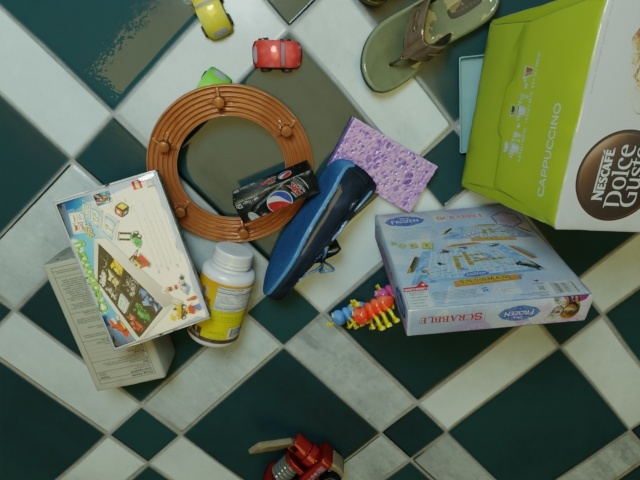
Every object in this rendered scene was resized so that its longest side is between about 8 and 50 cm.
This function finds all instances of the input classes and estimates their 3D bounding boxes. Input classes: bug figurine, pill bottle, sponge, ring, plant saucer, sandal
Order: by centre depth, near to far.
[{"bbox_3d":[0.204,-0.401,0.864,0.302,0.086,0.120,-35,107,8],"label":"sandal"},{"bbox_3d":[-0.180,-0.142,0.928,0.336,0.032,0.337,-4,119,-8],"label":"ring"},{"bbox_3d":[0.320,-0.282,0.950,0.067,0.018,0.192,-7,108,-1],"label":"plant saucer"},{"bbox_3d":[0.131,-0.159,0.972,0.210,0.031,0.117,27,105,-12],"label":"sponge"},{"bbox_3d":[0.128,0.134,0.982,0.216,0.279,0.072,-23,84,-15],"label":"bug figurine"},{"bbox_3d":[-0.213,0.116,0.997,0.117,0.117,0.215,16,107,-9],"label":"pill bottle"}]

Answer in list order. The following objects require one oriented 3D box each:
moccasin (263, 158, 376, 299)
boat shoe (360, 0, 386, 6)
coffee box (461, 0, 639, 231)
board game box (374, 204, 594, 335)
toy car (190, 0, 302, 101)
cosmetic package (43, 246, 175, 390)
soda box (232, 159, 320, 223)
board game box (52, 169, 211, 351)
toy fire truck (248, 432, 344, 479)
[{"bbox_3d":[0.000,0.000,0.956,0.116,0.138,0.342,25,114,-27],"label":"moccasin"},{"bbox_3d":[0.173,-0.559,0.798,0.110,0.104,0.308,27,105,-12],"label":"boat shoe"},{"bbox_3d":[0.495,-0.218,0.806,0.333,0.338,0.338,2,108,-8],"label":"coffee box"},{"bbox_3d":[0.289,0.041,0.899,0.318,0.318,0.066,-4,124,-2],"label":"board game box"},{"bbox_3d":[-0.181,-0.337,0.878,0.238,0.053,0.225,31,104,-13],"label":"toy car"},{"bbox_3d":[-0.448,0.157,0.999,0.160,0.113,0.310,-11,110,0],"label":"cosmetic package"},{"bbox_3d":[-0.090,-0.098,0.914,0.168,0.060,0.053,-23,123,3],"label":"soda box"},{"bbox_3d":[-0.355,0.039,0.884,0.192,0.053,0.306,-18,100,-8],"label":"board game box"},{"bbox_3d":[-0.090,0.584,1.161,0.246,0.158,0.217,45,102,-4],"label":"toy fire truck"}]
